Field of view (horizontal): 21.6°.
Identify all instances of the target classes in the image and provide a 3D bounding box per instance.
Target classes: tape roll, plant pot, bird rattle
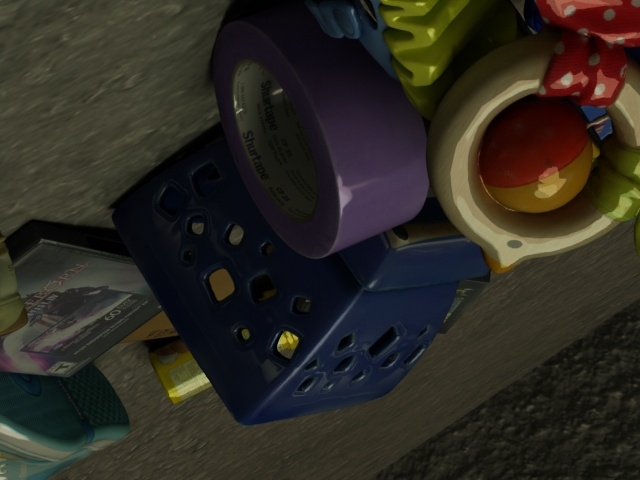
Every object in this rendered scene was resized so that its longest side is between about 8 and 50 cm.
[{"bbox_3d":[-0.002,-0.087,1.259,0.080,0.189,0.189,-24,163,-22],"label":"tape roll"},{"bbox_3d":[0.000,0.000,1.475,0.212,0.236,0.236,-45,158,28],"label":"plant pot"},{"bbox_3d":[0.170,-0.074,1.118,0.207,0.143,0.253,-27,132,4],"label":"bird rattle"}]

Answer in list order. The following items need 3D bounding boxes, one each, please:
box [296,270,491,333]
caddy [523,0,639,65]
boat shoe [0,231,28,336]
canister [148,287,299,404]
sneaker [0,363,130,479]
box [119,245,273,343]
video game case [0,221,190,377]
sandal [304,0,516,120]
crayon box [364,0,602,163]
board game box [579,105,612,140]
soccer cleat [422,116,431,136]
[{"bbox_3d":[0.076,0.038,1.833,0.183,0.059,0.233,9,163,-4],"label":"box"},{"bbox_3d":[0.281,-0.265,1.228,0.241,0.179,0.341,-35,162,-47],"label":"caddy"},{"bbox_3d":[-0.367,0.058,1.292,0.285,0.089,0.104,-14,-176,-38],"label":"boat shoe"},{"bbox_3d":[-0.106,0.121,1.910,0.170,0.073,0.126,-26,178,-5],"label":"canister"},{"bbox_3d":[-0.340,0.214,1.721,0.208,0.127,0.319,-34,163,9],"label":"sneaker"},{"bbox_3d":[-0.156,0.058,1.748,0.164,0.021,0.201,-38,162,29],"label":"box"},{"bbox_3d":[-0.248,0.061,1.550,0.196,0.026,0.274,-35,159,19],"label":"video game case"},{"bbox_3d":[0.034,-0.208,1.070,0.126,0.138,0.317,-43,149,-21],"label":"sandal"},{"bbox_3d":[0.138,-0.132,1.339,0.083,0.203,0.323,-33,164,12],"label":"crayon box"},{"bbox_3d":[0.351,-0.189,1.766,0.347,0.078,0.233,-30,164,0],"label":"board game box"},{"bbox_3d":[0.150,-0.082,1.748,0.116,0.108,0.318,-51,163,-10],"label":"soccer cleat"}]
